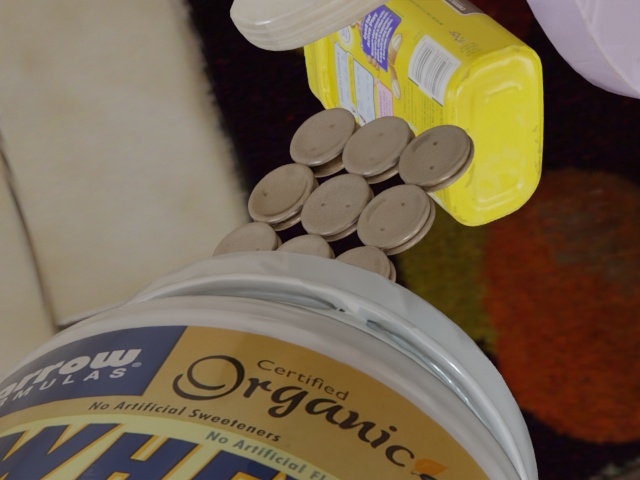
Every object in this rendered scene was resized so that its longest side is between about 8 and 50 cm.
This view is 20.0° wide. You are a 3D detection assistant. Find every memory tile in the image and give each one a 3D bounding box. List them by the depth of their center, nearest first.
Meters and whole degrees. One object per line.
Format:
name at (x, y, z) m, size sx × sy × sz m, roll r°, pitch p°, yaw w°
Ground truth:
memory tile at (0.000, 0.000, 0.840) m, size 0.148 × 0.113 × 0.012 m, roll -57°, pitch 132°, yaw -21°

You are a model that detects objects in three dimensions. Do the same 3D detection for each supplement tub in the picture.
supplement tub at (-0.049, 0.156, 0.580) m, size 0.228 × 0.228 × 0.316 m, roll 53°, pitch 28°, yaw -12°

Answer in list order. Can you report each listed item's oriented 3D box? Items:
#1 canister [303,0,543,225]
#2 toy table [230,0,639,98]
canister at (0.061, -0.100, 1.096) m, size 0.073 × 0.170 × 0.126 m, roll -21°, pitch 130°, yaw -20°
toy table at (0.084, -0.176, 0.786) m, size 0.252 × 0.161 × 0.274 m, roll -55°, pitch 144°, yaw -24°
